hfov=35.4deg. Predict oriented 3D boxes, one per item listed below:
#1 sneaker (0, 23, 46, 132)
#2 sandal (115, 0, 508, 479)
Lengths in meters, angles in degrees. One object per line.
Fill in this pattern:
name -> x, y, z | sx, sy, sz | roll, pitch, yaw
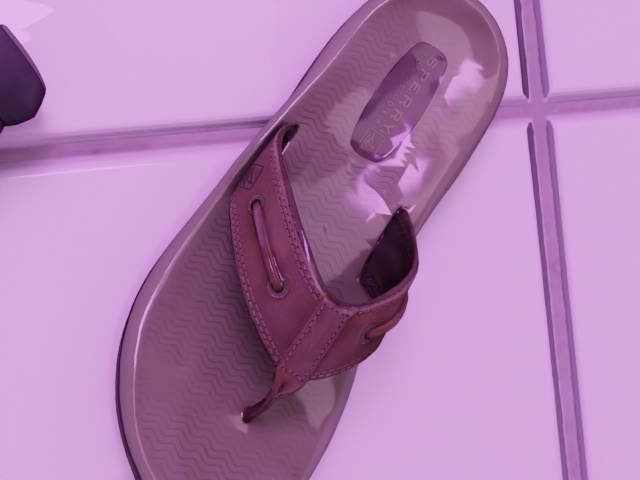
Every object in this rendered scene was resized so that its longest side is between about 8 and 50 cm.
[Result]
sneaker -> -0.242, -0.121, 0.408 | 0.267, 0.101, 0.106 | 43, 81, -11
sandal -> -0.001, -0.002, 0.483 | 0.120, 0.086, 0.303 | 30, 82, -14
